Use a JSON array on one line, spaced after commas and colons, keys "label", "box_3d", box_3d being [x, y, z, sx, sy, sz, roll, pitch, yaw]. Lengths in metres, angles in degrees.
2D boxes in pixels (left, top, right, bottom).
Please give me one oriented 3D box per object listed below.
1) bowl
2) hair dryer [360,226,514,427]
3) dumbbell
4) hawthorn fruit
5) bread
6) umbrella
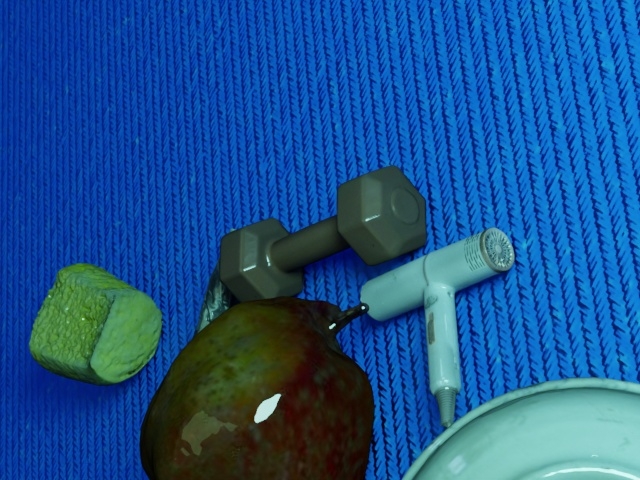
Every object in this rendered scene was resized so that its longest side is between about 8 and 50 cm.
[{"label": "bowl", "box_3d": [0.176, 0.231, 0.967, 0.307, 0.163, 0.307, -2, 76, 10]}, {"label": "hair dryer", "box_3d": [0.090, 0.090, 1.293, 0.155, 0.044, 0.183, -26, 43, 45]}, {"label": "dumbbell", "box_3d": [0.000, 0.000, 1.427, 0.231, 0.092, 0.082, -22, 90, 45]}, {"label": "hawthorn fruit", "box_3d": [-0.038, 0.153, 1.352, 0.248, 0.208, 0.208, -56, 40, -4]}, {"label": "bread", "box_3d": [-0.242, 0.097, 1.659, 0.114, 0.111, 0.129, 16, 88, 47]}, {"label": "umbrella", "box_3d": [-0.103, 0.080, 1.554, 0.050, 0.046, 0.188, 16, 85, 58]}]
